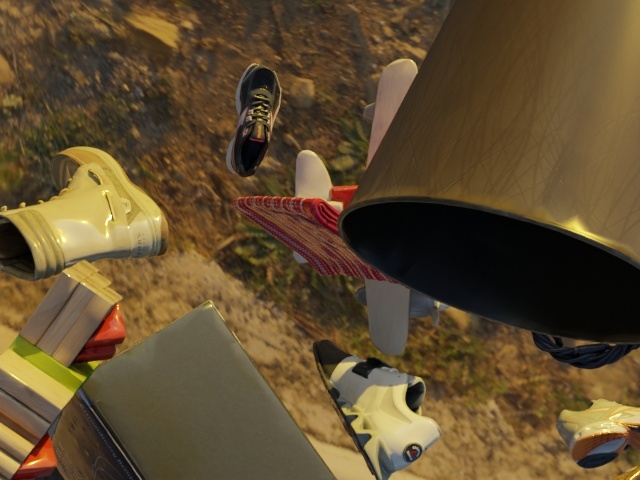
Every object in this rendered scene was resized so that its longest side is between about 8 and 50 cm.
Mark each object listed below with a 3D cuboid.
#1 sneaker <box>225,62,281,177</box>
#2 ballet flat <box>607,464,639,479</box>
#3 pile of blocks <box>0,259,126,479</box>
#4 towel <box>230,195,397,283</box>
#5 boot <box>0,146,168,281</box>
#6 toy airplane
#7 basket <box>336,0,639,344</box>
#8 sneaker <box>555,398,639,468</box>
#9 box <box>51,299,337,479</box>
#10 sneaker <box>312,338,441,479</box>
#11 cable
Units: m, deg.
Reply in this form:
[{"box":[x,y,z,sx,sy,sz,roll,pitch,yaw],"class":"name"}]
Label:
[{"box":[-0.095,-0.176,1.571,0.072,0.077,0.178,5,105,-16],"class":"sneaker"},{"box":[0.221,0.208,0.725,0.343,0.124,0.116,-15,89,-23],"class":"ballet flat"},{"box":[-0.309,0.189,1.072,0.113,0.149,0.362,36,71,-4],"class":"pile of blocks"},{"box":[0.000,0.000,1.461,0.199,0.275,0.031,37,76,-25],"class":"towel"},{"box":[-0.350,-0.038,1.367,0.204,0.262,0.095,-16,131,-36],"class":"boot"},{"box":[0.138,-0.053,1.771,0.386,0.272,0.384,-46,76,20],"class":"toy airplane"},{"box":[0.128,-0.082,0.516,0.154,0.204,0.226,28,77,-18],"class":"basket"},{"box":[0.545,0.321,1.852,0.263,0.121,0.099,-4,119,-17],"class":"sneaker"},{"box":[-0.194,0.308,1.416,0.212,0.395,0.293,-31,81,-28],"class":"box"},{"box":[0.093,0.255,1.694,0.146,0.330,0.122,-28,126,-7],"class":"sneaker"},{"box":[0.434,0.137,1.681,0.185,0.047,0.150,30,94,1],"class":"cable"}]
